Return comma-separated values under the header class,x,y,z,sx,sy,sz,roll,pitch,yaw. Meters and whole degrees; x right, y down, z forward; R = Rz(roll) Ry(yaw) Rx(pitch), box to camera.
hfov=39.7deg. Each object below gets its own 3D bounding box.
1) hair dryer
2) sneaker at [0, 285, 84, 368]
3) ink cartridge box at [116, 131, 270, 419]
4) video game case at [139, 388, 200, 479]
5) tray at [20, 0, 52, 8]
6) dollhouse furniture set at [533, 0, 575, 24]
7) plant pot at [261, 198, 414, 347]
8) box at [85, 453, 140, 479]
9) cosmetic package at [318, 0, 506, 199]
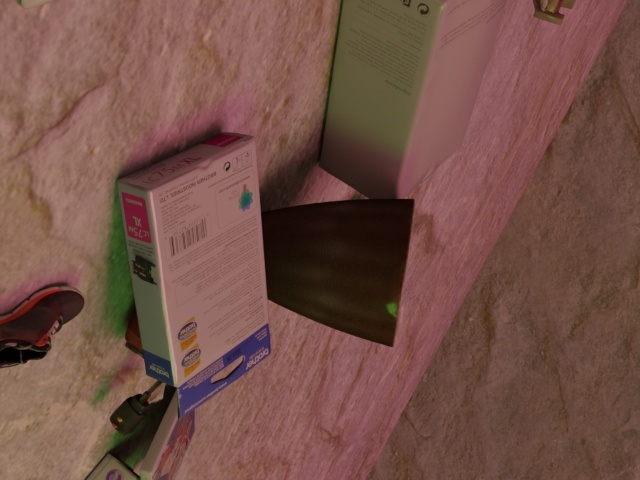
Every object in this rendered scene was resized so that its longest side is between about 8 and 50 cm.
class,x,y,z,sx,sy,sz,roll,pitch,yaw
hair dryer,-0.202,0.109,1.228,0.293,0.080,0.223,-60,177,28
sneaker,-0.305,0.103,0.945,0.158,0.065,0.061,-31,149,-49
ink cartridge box,-0.145,0.043,1.086,0.186,0.065,0.311,-34,127,-46
video game case,-0.235,0.322,1.410,0.183,0.023,0.201,99,9,-49
tray,-0.130,-0.288,0.722,0.270,0.030,0.145,-45,180,-28
dollhouse furniture set,0.291,-0.418,1.243,0.303,0.174,0.355,95,20,-52
plant pot,0.007,0.032,1.285,0.215,0.230,0.215,8,90,-86
box,-0.392,0.469,1.318,0.324,0.063,0.067,-51,161,-14
cosmetic package,0.134,-0.255,1.285,0.217,0.156,0.385,-41,156,-36
